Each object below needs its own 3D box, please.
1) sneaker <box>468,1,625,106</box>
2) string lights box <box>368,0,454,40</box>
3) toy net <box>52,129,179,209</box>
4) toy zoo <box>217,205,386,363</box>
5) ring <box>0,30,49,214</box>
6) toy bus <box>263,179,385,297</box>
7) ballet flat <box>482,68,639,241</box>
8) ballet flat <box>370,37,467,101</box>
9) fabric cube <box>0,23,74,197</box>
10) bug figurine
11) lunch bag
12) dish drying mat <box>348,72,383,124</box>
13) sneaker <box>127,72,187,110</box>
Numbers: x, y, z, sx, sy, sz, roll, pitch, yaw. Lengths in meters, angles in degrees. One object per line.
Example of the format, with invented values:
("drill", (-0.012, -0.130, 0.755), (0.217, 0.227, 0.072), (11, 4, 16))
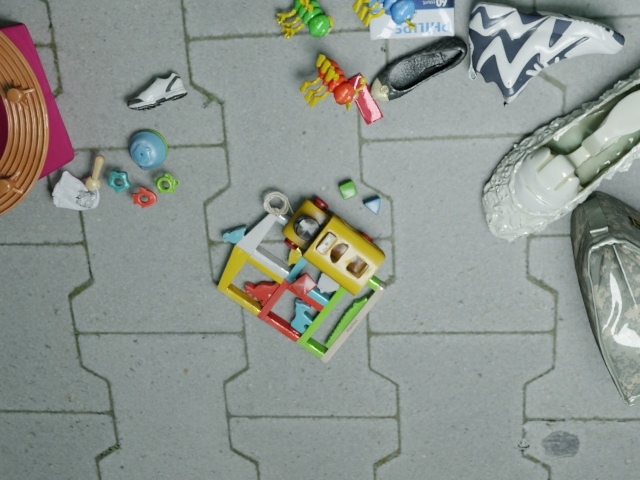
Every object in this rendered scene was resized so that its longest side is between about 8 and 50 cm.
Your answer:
("sneaker", (0.340, -0.278, 1.305), (0.235, 0.094, 0.153), (11, 112, 4))
("string lights box", (0.138, -0.445, 1.280), (0.134, 0.076, 0.259), (-1, 110, 8))
("toy net", (-0.366, -0.102, 1.488), (0.232, 0.045, 0.122), (-22, 107, 16))
("toy zoo", (-0.053, 0.071, 1.514), (0.293, 0.030, 0.192), (35, 110, -5))
("ring", (-0.563, -0.178, 1.217), (0.337, 0.032, 0.336), (3, 110, 7))
("toy bus", (0.013, 0.003, 1.415), (0.202, 0.104, 0.190), (-9, 98, 0))
("ballet flat", (0.415, -0.149, 1.319), (0.409, 0.147, 0.147), (-40, 100, 18))
("ballet flat", (0.156, -0.278, 1.351), (0.173, 0.049, 0.057), (-28, 103, 16))
("fabric cube", (-0.603, -0.189, 1.371), (0.254, 0.258, 0.259), (-14, 107, 11))
("bug figurine", (0.039, -0.340, 1.274), (0.216, 0.072, 0.279), (60, 143, 14))
("lunch bag", (0.498, 0.070, 1.334), (0.169, 0.235, 0.287), (-21, 106, 19))
("dish drying mat", (0.073, -0.236, 1.399), (0.032, 0.008, 0.083), (-25, 104, 14))
("sneaker", (-0.282, -0.253, 1.428), (0.109, 0.040, 0.043), (-17, 90, 9))
